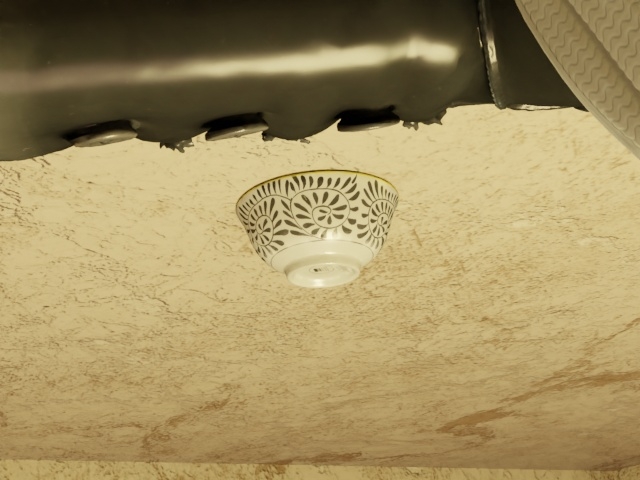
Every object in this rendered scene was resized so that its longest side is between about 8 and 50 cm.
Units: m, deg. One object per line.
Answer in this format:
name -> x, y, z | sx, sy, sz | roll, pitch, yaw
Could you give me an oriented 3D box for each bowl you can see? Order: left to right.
bowl -> 0.000, 0.000, 1.100 | 0.170, 0.080, 0.170 | -4, 160, -1

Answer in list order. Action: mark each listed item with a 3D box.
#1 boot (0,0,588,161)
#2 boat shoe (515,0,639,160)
boot -> 0.001, -0.131, 0.599 | 0.445, 0.146, 0.367 | -1, 175, -4
boat shoe -> 0.118, -0.167, 0.374 | 0.119, 0.335, 0.121 | -7, 153, -24
